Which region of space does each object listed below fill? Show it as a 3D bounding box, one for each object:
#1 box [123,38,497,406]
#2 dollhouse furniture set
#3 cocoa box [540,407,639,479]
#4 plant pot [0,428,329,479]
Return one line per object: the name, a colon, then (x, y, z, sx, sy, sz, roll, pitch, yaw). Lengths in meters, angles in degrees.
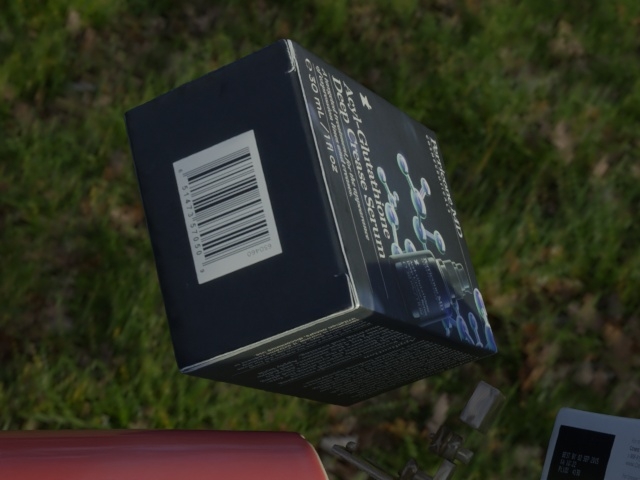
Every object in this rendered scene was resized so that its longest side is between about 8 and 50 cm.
box: (0.000, 0.000, 1.642, 0.395, 0.212, 0.293, 22, 50, -62)
dollhouse furniture set: (0.113, 0.206, 1.680, 0.123, 0.151, 0.144, 30, -3, 14)
cocoa box: (0.357, 0.296, 1.346, 0.228, 0.231, 0.347, 17, -7, -14)
plant pot: (-0.111, 0.234, 0.917, 0.243, 0.275, 0.275, -9, 44, -12)
